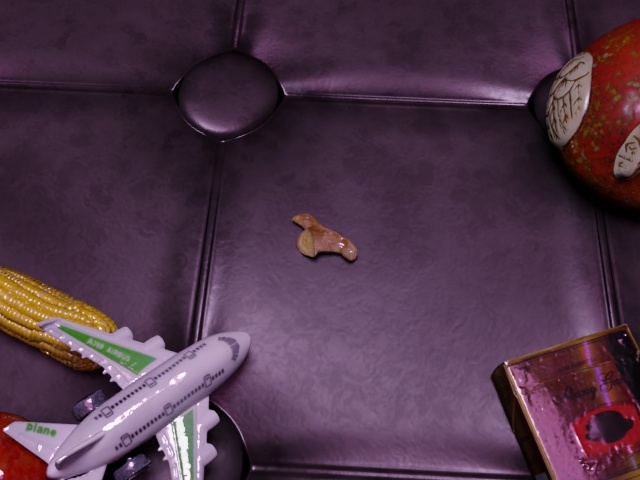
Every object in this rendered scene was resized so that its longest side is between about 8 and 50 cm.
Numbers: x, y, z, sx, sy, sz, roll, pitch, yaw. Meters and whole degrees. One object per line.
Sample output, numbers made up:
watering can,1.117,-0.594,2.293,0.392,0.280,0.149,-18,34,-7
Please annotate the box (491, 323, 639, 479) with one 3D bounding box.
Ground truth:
box,0.302,0.224,0.716,0.159,0.071,0.240,-16,66,-5

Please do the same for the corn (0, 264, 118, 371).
corn,-0.325,0.085,0.781,0.203,0.072,0.072,23,67,11

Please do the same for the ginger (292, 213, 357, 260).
ginger,-0.001,0.000,0.842,0.097,0.030,0.048,34,68,16

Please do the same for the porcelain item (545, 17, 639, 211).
porcelain item,0.406,-0.168,0.815,0.252,0.253,0.253,0,65,0

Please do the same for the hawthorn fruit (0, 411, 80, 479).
hawthorn fruit,-0.308,0.253,0.666,0.172,0.148,0.148,32,68,-4

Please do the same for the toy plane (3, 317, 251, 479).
toy plane,-0.175,0.167,0.697,0.255,0.101,0.251,-32,80,-38
